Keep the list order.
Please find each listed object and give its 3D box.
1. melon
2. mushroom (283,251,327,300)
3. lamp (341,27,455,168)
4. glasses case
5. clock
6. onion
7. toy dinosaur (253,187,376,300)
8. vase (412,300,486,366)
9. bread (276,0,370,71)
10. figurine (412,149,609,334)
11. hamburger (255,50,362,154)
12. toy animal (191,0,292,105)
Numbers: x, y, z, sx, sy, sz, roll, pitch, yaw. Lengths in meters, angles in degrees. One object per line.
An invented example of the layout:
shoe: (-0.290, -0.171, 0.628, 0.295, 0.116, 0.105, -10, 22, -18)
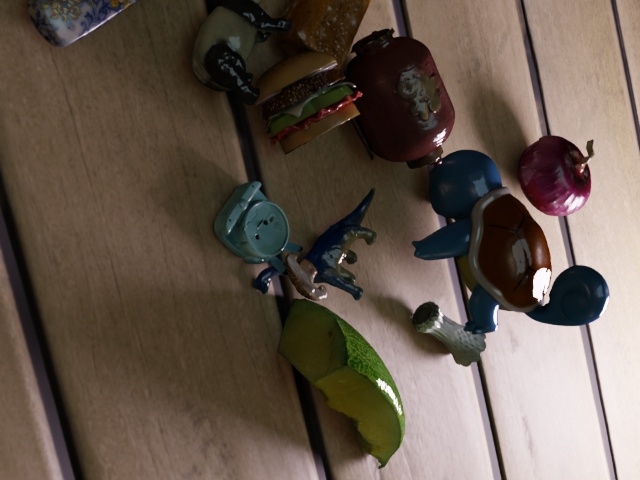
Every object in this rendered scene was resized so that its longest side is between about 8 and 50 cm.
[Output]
melon: (0.061, 0.246, 1.568, 0.124, 0.196, 0.323, -39, 126, -2)
mushroom: (-0.024, 0.059, 1.501, 0.101, 0.019, 0.049, 49, 56, -27)
lamp: (0.133, -0.239, 1.654, 0.180, 0.180, 0.258, -42, 115, -39)
glasses case: (-0.298, -0.354, 1.309, 0.248, 0.065, 0.087, -48, 116, -35)
clock: (-0.092, -0.013, 1.486, 0.147, 0.045, 0.108, 46, 58, -26)
onion: (0.503, -0.138, 2.023, 0.177, 0.153, 0.177, -11, 106, -41)
toy dinosaur: (0.000, 0.000, 1.571, 0.188, 0.075, 0.248, 27, 72, -29)
vase: (0.237, 0.171, 1.777, 0.148, 0.081, 0.081, 35, 63, -33)
bread: (0.013, -0.408, 1.614, 0.139, 0.077, 0.271, 37, 59, -31)
figurine: (0.330, 0.033, 1.769, 0.298, 0.243, 0.416, -20, 62, -42)
hamburger: (-0.027, -0.227, 1.507, 0.175, 0.175, 0.137, -31, 95, -42)
toy animal: (-0.127, -0.318, 1.464, 0.121, 0.094, 0.225, 34, 64, -27)
